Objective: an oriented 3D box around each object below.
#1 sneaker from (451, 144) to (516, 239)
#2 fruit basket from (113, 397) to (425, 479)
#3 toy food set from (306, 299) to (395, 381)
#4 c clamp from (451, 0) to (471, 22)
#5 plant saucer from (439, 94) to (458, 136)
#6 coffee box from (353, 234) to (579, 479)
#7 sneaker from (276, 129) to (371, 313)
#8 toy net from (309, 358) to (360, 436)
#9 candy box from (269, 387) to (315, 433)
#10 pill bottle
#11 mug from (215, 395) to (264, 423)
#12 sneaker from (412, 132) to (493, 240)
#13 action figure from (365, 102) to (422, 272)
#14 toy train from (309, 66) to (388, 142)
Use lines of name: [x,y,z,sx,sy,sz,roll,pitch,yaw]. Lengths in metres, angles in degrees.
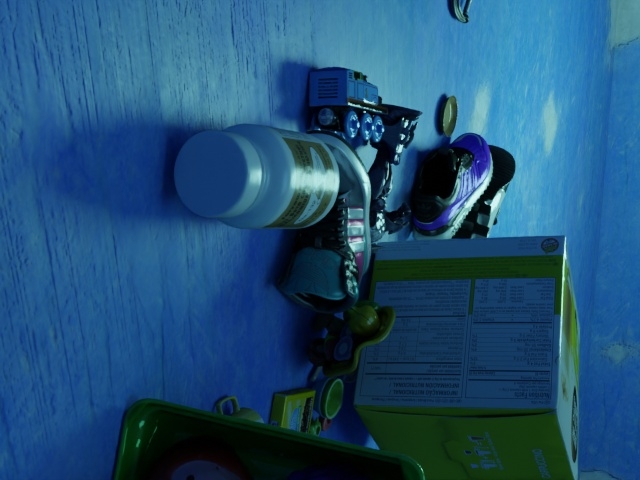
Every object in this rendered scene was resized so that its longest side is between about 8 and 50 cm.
sneaker: [0.313,-0.062,2.201,0.146,0.122,0.330,99,17,-52]
fruit basket: [-0.082,0.351,1.192,0.392,0.392,0.283,13,88,-65]
toy food set: [0.028,0.145,1.649,0.071,0.218,0.128,40,60,-13]
c clamp: [0.294,-0.496,2.080,0.161,0.022,0.137,-69,153,-24]
plant saucer: [0.253,-0.249,2.093,0.083,0.015,0.083,-36,130,-57]
coffee box: [0.278,0.221,1.868,0.338,0.338,0.334,62,31,-52]
sneaker: [0.000,0.000,1.536,0.178,0.123,0.296,-70,156,-43]
toy net: [0.042,0.250,1.796,0.232,0.045,0.122,-40,133,-55]
candy box: [-0.055,0.337,1.645,0.105,0.027,0.206,5,94,-62]
pill bottle: [-0.079,-0.079,1.316,0.229,0.131,0.131,-2,101,-64]
mug: [-0.124,0.264,1.454,0.064,0.078,0.062,-14,145,-54]
sneaker: [0.257,-0.136,2.041,0.293,0.102,0.146,-60,148,-37]
action figure: [0.094,-0.079,1.727,0.185,0.099,0.285,8,96,-74]
toy train: [0.045,-0.205,1.597,0.184,0.080,0.105,-4,97,-64]
